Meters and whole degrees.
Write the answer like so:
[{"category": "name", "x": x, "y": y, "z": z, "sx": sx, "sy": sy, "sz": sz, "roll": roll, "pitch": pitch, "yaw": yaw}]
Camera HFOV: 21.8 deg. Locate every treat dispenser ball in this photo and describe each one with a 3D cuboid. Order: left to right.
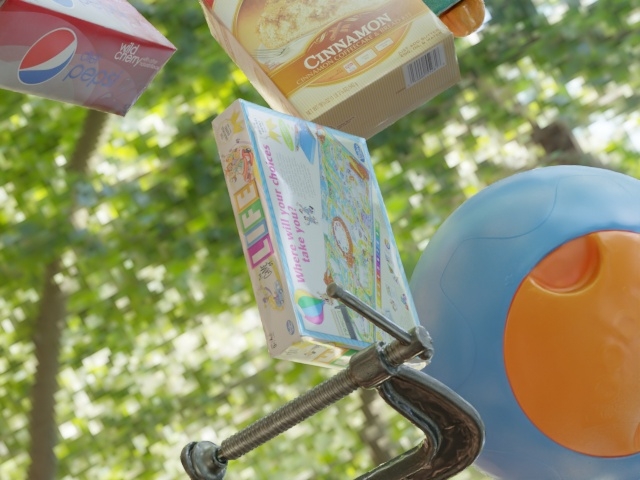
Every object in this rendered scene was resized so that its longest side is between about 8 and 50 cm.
[{"category": "treat dispenser ball", "x": 0.215, "y": 0.079, "z": 1.438, "sx": 0.288, "sy": 0.288, "sz": 0.288, "roll": 56, "pitch": -13, "yaw": 21}]

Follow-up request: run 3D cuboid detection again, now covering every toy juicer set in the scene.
[{"category": "toy juicer set", "x": 0.144, "y": -0.255, "z": 1.656, "sx": 0.329, "sy": 0.209, "sz": 0.089, "roll": -31, "pitch": -85, "yaw": 34}]

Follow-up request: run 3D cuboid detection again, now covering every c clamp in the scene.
[{"category": "c clamp", "x": -0.001, "y": 0.085, "z": 0.749, "sx": 0.137, "sy": 0.161, "sz": 0.022, "roll": 32, "pitch": 36, "yaw": -33}]

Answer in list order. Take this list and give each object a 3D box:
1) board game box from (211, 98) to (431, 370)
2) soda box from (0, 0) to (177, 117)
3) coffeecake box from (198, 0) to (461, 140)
[{"category": "board game box", "x": 0.000, "y": 0.000, "z": 0.938, "sx": 0.103, "sy": 0.026, "sz": 0.154, "roll": 15, "pitch": 49, "yaw": -42}, {"category": "soda box", "x": -0.233, "y": -0.176, "z": 1.393, "sx": 0.092, "sy": 0.083, "sz": 0.263, "roll": 44, "pitch": 15, "yaw": 19}, {"category": "coffeecake box", "x": 0.005, "y": -0.173, "z": 1.389, "sx": 0.185, "sy": 0.142, "sz": 0.068, "roll": 51, "pitch": -11, "yaw": 32}]
